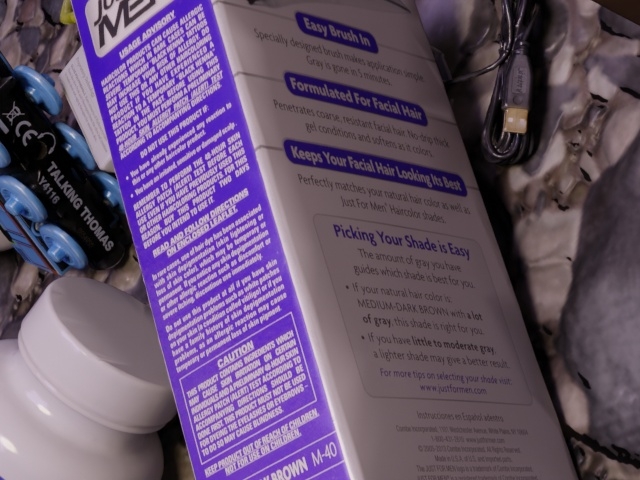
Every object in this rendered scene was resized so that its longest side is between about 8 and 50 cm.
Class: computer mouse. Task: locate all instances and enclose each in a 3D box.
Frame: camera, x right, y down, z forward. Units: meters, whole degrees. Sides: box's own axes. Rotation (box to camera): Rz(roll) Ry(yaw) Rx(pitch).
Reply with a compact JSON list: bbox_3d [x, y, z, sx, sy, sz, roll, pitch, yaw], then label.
[{"bbox_3d":[0.052,-0.082,1.063,0.193,0.042,0.106,-12,72,38],"label":"computer mouse"}]

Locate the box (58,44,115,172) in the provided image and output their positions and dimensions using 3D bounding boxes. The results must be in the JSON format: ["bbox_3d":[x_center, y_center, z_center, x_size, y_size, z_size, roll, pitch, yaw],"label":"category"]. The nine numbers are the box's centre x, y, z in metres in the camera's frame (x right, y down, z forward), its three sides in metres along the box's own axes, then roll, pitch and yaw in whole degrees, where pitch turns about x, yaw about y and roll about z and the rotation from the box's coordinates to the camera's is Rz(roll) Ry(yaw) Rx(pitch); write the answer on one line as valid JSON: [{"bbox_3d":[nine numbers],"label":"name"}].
[{"bbox_3d":[-0.100,-0.095,1.184,0.087,0.101,0.102,-49,48,22],"label":"box"}]

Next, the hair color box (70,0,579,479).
[{"bbox_3d":[0.000,0.000,0.942,0.110,0.185,0.339,-31,65,35],"label":"hair color box"}]

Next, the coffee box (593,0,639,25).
[{"bbox_3d":[0.171,-0.195,0.650,0.098,0.141,0.247,-12,70,45],"label":"coffee box"}]

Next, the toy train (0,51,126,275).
[{"bbox_3d":[-0.204,-0.052,1.230,0.105,0.184,0.080,14,55,48],"label":"toy train"}]

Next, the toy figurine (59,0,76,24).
[{"bbox_3d":[-0.089,-0.323,1.091,0.191,0.217,0.363,12,70,31],"label":"toy figurine"}]

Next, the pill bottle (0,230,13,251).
[{"bbox_3d":[-0.313,-0.036,1.378,0.216,0.121,0.121,-13,67,45],"label":"pill bottle"}]

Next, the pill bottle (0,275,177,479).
[{"bbox_3d":[-0.197,0.162,1.160,0.272,0.152,0.152,-54,44,19],"label":"pill bottle"}]
